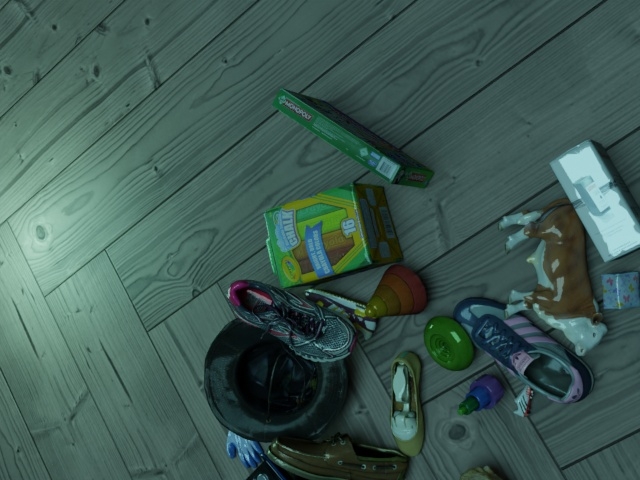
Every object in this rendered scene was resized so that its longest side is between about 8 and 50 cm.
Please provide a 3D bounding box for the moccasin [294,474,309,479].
[{"bbox_3d":[0.079,0.608,1.930,0.342,0.117,0.137,26,102,21],"label":"moccasin"}]

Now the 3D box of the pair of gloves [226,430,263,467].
[{"bbox_3d":[-0.157,0.449,2.096,0.198,0.023,0.159,-35,76,22],"label":"pair of gloves"}]

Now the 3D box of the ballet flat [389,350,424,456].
[{"bbox_3d":[0.178,0.357,1.903,0.080,0.073,0.232,-3,90,26],"label":"ballet flat"}]

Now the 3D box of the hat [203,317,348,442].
[{"bbox_3d":[-0.092,0.300,2.002,0.331,0.134,0.331,1,95,10],"label":"hat"}]

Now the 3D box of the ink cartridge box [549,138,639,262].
[{"bbox_3d":[0.538,-0.074,1.671,0.092,0.158,0.218,-30,78,24],"label":"ink cartridge box"}]

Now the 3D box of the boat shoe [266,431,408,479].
[{"bbox_3d":[0.040,0.464,1.907,0.307,0.111,0.104,18,103,-13],"label":"boat shoe"}]

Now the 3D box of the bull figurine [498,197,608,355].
[{"bbox_3d":[0.458,0.074,1.734,0.188,0.101,0.310,-4,83,2],"label":"bull figurine"}]

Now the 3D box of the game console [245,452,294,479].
[{"bbox_3d":[-0.079,0.639,1.972,0.293,0.173,0.250,47,109,15],"label":"game console"}]

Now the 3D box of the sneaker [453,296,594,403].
[{"bbox_3d":[0.395,0.214,1.761,0.319,0.131,0.112,30,105,23],"label":"sneaker"}]

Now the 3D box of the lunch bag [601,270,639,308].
[{"bbox_3d":[0.586,0.096,1.699,0.053,0.083,0.071,-5,91,60],"label":"lunch bag"}]

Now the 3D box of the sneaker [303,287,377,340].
[{"bbox_3d":[0.038,0.164,1.969,0.185,0.069,0.084,17,93,26],"label":"sneaker"}]

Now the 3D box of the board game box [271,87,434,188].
[{"bbox_3d":[0.072,-0.214,1.866,0.317,0.213,0.046,35,106,21],"label":"board game box"}]

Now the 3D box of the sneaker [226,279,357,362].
[{"bbox_3d":[-0.066,0.172,1.875,0.299,0.112,0.121,20,79,9],"label":"sneaker"}]

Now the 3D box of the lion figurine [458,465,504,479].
[{"bbox_3d":[0.270,0.661,1.804,0.392,0.142,0.240,-43,90,6],"label":"lion figurine"}]

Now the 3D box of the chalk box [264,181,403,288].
[{"bbox_3d":[0.000,0.000,1.924,0.289,0.179,0.180,-18,82,25],"label":"chalk box"}]

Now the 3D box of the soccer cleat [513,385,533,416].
[{"bbox_3d":[0.418,0.322,1.810,0.036,0.029,0.083,10,100,21],"label":"soccer cleat"}]

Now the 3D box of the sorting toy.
[{"bbox_3d":[0.217,0.219,1.829,0.365,0.126,0.127,50,143,17],"label":"sorting toy"}]
